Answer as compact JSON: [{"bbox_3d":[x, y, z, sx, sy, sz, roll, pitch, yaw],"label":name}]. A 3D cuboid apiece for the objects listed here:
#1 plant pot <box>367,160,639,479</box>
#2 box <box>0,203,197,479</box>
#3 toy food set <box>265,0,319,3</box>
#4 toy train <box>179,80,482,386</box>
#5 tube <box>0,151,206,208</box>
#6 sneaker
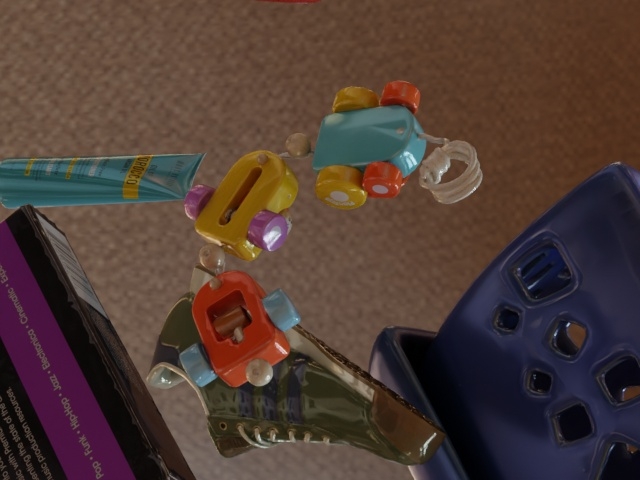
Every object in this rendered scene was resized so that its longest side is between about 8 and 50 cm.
[{"bbox_3d":[0.177,0.112,0.947,0.236,0.212,0.236,63,18,18],"label":"plant pot"},{"bbox_3d":[-0.125,0.079,0.460,0.162,0.116,0.029,-36,144,4],"label":"box"},{"bbox_3d":[-0.044,-0.124,0.406,0.104,0.232,0.111,4,107,8],"label":"toy food set"},{"bbox_3d":[0.000,0.000,0.728,0.166,0.125,0.046,-36,138,4],"label":"toy train"},{"bbox_3d":[-0.221,-0.060,1.528,0.080,0.207,0.052,-75,158,-46],"label":"tube"},{"bbox_3d":[-0.023,0.094,0.875,0.086,0.192,0.064,-56,149,-1],"label":"sneaker"}]
